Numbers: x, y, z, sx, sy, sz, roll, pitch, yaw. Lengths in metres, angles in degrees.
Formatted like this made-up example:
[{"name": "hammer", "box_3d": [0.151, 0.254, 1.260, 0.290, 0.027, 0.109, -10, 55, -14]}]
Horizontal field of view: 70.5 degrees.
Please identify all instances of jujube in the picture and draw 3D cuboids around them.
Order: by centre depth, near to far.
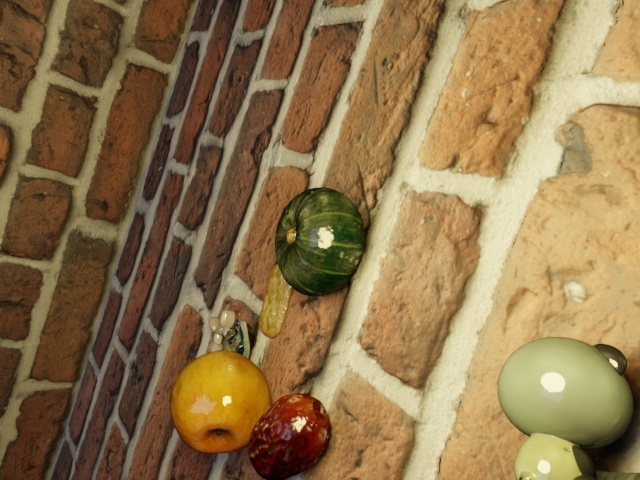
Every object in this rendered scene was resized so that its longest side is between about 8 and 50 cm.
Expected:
[{"name": "jujube", "box_3d": [-0.083, 0.511, 1.179, 0.243, 0.183, 0.183, -45, 47, 16]}]

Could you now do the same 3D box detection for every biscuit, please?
[{"name": "biscuit", "box_3d": [-0.145, 0.193, 1.470, 0.118, 0.029, 0.247, 12, 88, 50]}]

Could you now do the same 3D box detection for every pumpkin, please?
[{"name": "pumpkin", "box_3d": [0.000, 0.000, 1.235, 0.300, 0.207, 0.300, -17, 70, 60]}]

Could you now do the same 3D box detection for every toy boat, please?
[{"name": "toy boat", "box_3d": [-0.311, 0.379, 1.535, 0.114, 0.115, 0.262, 41, 109, 47]}]

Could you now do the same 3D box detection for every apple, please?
[{"name": "apple", "box_3d": [-0.294, 0.484, 1.337, 0.299, 0.299, 0.275, -61, 23, 15]}]

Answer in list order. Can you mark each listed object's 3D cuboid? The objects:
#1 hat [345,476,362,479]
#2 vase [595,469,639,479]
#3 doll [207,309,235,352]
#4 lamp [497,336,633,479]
[{"name": "hat", "box_3d": [0.074, 0.624, 1.062, 0.121, 0.050, 0.121, -16, 67, 42]}, {"name": "vase", "box_3d": [0.483, 0.363, 0.639, 0.237, 0.115, 0.115, -29, 57, 45]}, {"name": "doll", "box_3d": [-0.367, 0.349, 1.655, 0.161, 0.059, 0.160, -29, 56, 40]}, {"name": "lamp", "box_3d": [0.375, 0.273, 0.710, 0.197, 0.197, 0.244, -11, 52, 47]}]
